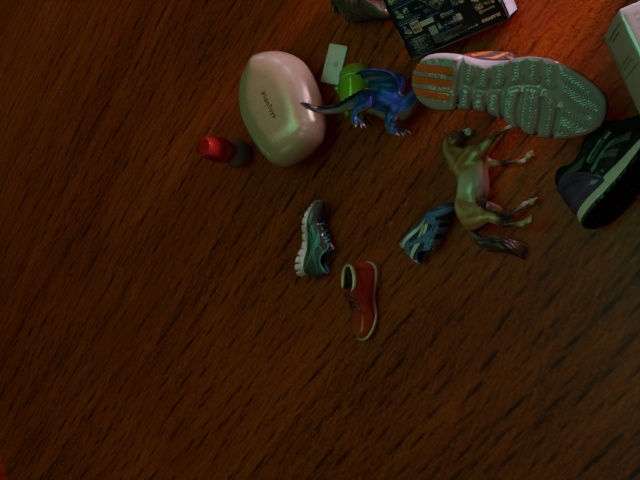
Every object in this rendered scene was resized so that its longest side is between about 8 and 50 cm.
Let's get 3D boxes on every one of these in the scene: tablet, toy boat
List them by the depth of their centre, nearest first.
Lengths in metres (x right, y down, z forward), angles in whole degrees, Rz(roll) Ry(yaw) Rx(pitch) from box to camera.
[{"bbox_3d":[0.028,-0.373,1.800,0.054,0.006,0.083,21,101,42],"label":"tablet"},{"bbox_3d":[-0.122,-0.259,1.857,0.318,0.148,0.267,-30,71,30],"label":"toy boat"}]

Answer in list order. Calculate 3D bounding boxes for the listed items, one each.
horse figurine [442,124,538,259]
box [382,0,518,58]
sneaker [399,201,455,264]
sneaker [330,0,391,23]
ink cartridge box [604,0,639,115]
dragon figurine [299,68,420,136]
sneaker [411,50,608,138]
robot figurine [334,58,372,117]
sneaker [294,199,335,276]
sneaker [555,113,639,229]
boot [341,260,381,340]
[{"bbox_3d":[0.291,-0.091,1.485,0.175,0.066,0.263,-13,75,36],"label":"horse figurine"},{"bbox_3d":[0.220,-0.446,1.533,0.220,0.051,0.175,-15,111,42],"label":"box"},{"bbox_3d":[0.208,-0.014,1.566,0.144,0.053,0.059,-52,53,37],"label":"sneaker"},{"bbox_3d":[0.087,-0.469,1.726,0.188,0.066,0.071,44,132,42],"label":"sneaker"},{"bbox_3d":[0.537,-0.207,1.132,0.201,0.117,0.278,-23,82,6],"label":"ink cartridge box"},{"bbox_3d":[0.113,-0.283,1.619,0.289,0.085,0.144,15,105,22],"label":"dragon figurine"},{"bbox_3d":[0.327,-0.261,1.404,0.321,0.180,0.124,20,116,24],"label":"sneaker"},{"bbox_3d":[0.071,-0.304,1.711,0.101,0.067,0.115,-12,77,46],"label":"robot figurine"},{"bbox_3d":[0.000,0.000,1.766,0.076,0.065,0.166,12,98,27],"label":"sneaker"},{"bbox_3d":[0.468,-0.157,1.299,0.283,0.107,0.124,-50,49,28],"label":"sneaker"},{"bbox_3d":[0.070,0.119,1.663,0.059,0.085,0.157,1,88,42],"label":"boot"}]
